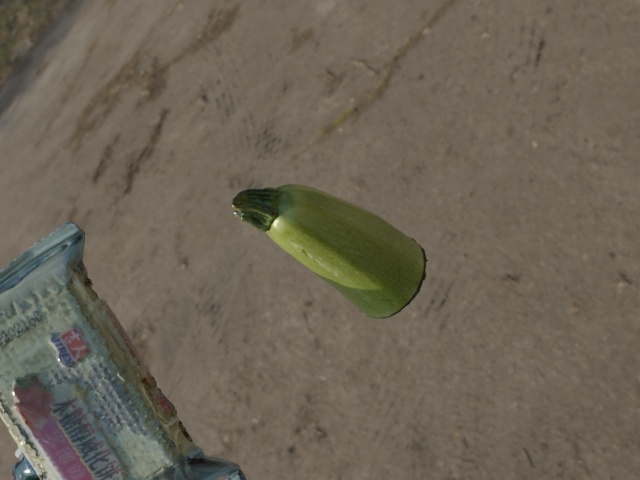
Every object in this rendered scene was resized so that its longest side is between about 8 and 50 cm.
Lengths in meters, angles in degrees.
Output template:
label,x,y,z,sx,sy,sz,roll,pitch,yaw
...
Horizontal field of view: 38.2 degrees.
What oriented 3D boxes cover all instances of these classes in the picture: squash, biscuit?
label,x,y,z,sx,sy,sz,roll,pitch,yaw
squash,0.000,0.000,0.880,0.094,0.224,0.094,-23,54,36
biscuit,-0.223,0.153,0.881,0.186,0.309,0.079,-30,5,2

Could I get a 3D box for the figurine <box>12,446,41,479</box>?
label,x,y,z,sx,sy,sz,roll,pitch,yaw
figurine,-0.292,0.223,1.027,0.149,0.086,0.087,-52,25,18
